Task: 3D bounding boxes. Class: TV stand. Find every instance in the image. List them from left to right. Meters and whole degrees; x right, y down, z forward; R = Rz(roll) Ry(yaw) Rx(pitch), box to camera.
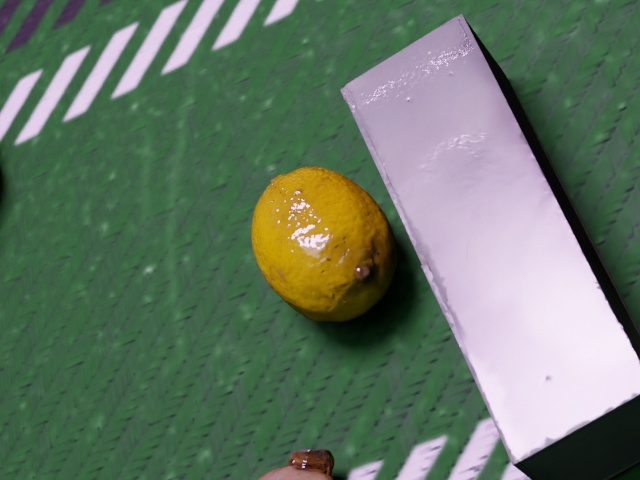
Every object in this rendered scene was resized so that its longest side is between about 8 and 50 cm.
[{"bbox_3d":[0.106,0.008,1.000,0.088,0.083,0.269,-30,55,12],"label":"TV stand"}]

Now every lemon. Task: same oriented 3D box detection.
[{"bbox_3d":[0.000,0.000,1.064,0.082,0.082,0.111,-43,50,5],"label":"lemon"}]

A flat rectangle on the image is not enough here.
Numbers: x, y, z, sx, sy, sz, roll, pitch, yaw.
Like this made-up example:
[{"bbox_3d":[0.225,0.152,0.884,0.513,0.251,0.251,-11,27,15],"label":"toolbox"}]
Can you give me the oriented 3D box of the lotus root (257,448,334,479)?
[{"bbox_3d":[-0.023,0.187,0.997,0.073,0.062,0.150,-1,65,30],"label":"lotus root"}]
